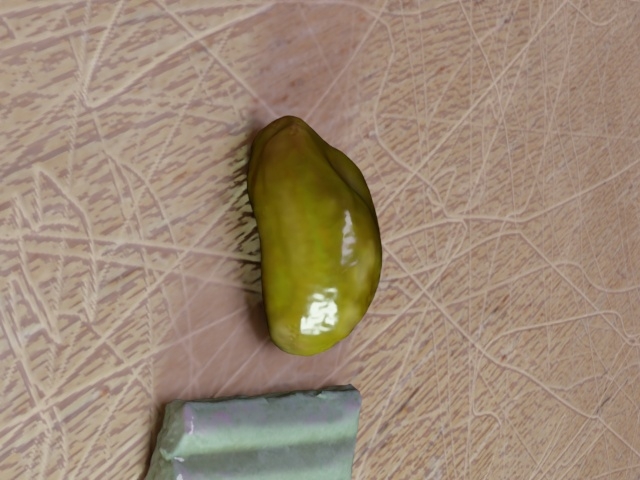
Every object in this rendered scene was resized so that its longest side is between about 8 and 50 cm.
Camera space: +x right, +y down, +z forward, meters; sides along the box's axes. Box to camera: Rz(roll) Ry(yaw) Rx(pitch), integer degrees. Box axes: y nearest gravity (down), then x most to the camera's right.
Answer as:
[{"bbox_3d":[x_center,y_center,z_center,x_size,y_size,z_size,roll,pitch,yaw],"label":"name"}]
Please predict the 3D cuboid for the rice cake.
[{"bbox_3d":[-0.043,0.157,0.725,0.226,0.040,0.085,8,88,-52],"label":"rice cake"}]

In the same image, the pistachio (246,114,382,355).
[{"bbox_3d":[0.001,-0.001,0.714,0.100,0.110,0.189,-7,102,-19],"label":"pistachio"}]
